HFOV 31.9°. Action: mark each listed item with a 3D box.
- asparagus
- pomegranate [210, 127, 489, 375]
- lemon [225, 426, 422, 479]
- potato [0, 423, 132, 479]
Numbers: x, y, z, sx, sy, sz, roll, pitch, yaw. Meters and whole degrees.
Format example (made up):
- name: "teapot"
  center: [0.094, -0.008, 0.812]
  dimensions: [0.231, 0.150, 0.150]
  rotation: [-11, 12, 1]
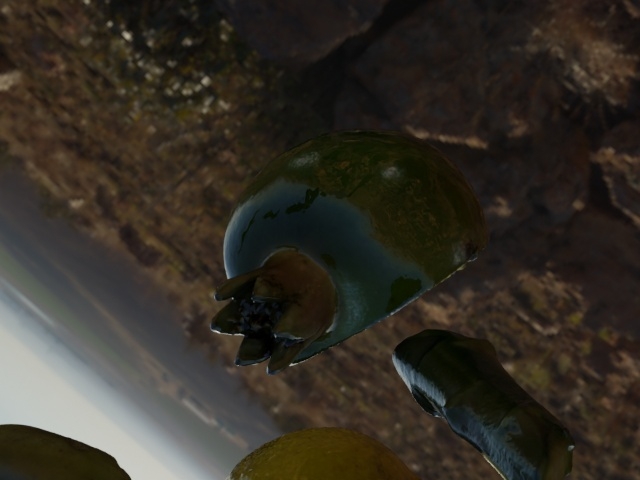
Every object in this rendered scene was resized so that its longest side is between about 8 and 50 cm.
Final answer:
- name: "asparagus"
  center: [0.144, 0.146, 0.955]
  dimensions: [0.343, 0.085, 0.082]
  rotation: [-147, 53, -72]
- name: "pomegranate"
  center: [0.000, 0.000, 1.225]
  dimensions: [0.309, 0.358, 0.216]
  rotation: [-28, 90, 39]
- name: "lemon"
  center: [0.001, 0.363, 1.364]
  dimensions: [0.293, 0.293, 0.293]
  rotation: [38, 166, 11]
- name: "potato"
  center: [-0.314, 0.300, 1.272]
  dimensions: [0.228, 0.148, 0.197]
  rotation: [4, 114, 10]
